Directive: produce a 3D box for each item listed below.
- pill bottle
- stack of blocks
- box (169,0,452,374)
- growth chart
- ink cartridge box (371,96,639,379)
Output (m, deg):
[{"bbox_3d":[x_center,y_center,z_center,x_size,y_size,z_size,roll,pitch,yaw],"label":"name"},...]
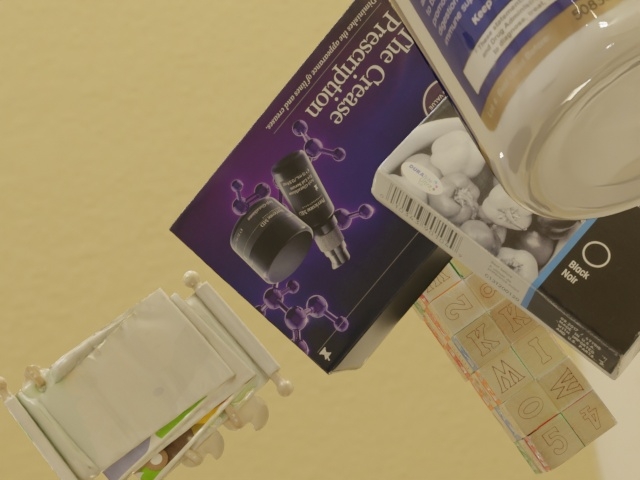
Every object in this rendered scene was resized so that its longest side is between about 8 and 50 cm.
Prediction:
[{"bbox_3d":[0.103,-0.153,0.931,0.264,0.153,0.153,62,-29,31],"label":"pill bottle"},{"bbox_3d":[0.182,0.103,1.963,0.297,0.087,0.171,54,-5,8],"label":"stack of blocks"},{"bbox_3d":[0.035,-0.048,1.496,0.184,0.261,0.103,41,9,10],"label":"box"},{"bbox_3d":[-0.159,0.140,1.695,0.172,0.237,0.021,57,-11,7],"label":"growth chart"},{"bbox_3d":[0.178,-0.045,1.245,0.206,0.208,0.045,38,-25,12],"label":"ink cartridge box"}]
